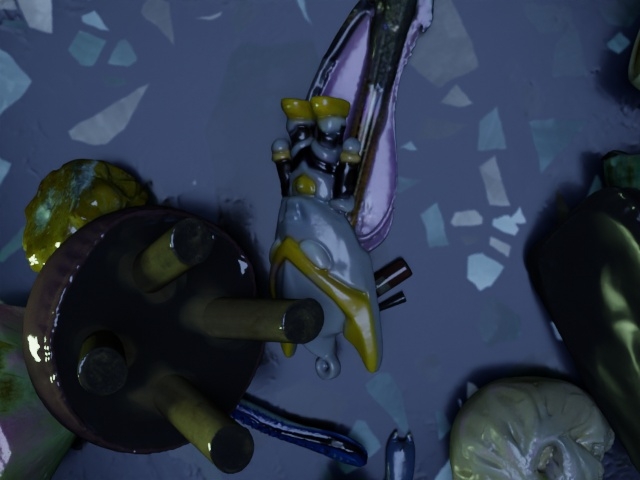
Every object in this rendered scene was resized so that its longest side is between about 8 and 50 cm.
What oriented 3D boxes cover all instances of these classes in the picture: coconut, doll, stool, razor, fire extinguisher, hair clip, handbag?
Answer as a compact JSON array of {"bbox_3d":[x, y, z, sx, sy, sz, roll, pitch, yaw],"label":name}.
[{"bbox_3d":[-0.364,0.187,1.279,0.236,0.236,0.204,-5,128,1],"label":"coconut"},{"bbox_3d":[0.003,0.000,1.281,0.145,0.103,0.316,1,96,22],"label":"doll"},{"bbox_3d":[-0.151,0.100,1.193,0.272,0.178,0.272,-2,94,-30],"label":"stool"},{"bbox_3d":[-0.099,0.204,1.351,0.324,0.093,0.056,14,59,-4],"label":"razor"},{"bbox_3d":[0.066,0.065,1.351,0.100,0.032,0.046,-35,131,6],"label":"fire extinguisher"},{"bbox_3d":[0.048,-0.154,1.320,0.110,0.095,0.359,8,105,-34],"label":"hair clip"},{"bbox_3d":[0.351,0.113,1.237,0.075,0.191,0.332,-13,66,-38],"label":"handbag"},{"bbox_3d":[0.091,0.287,1.364,0.037,0.027,0.125,6,91,0],"label":"doll"}]

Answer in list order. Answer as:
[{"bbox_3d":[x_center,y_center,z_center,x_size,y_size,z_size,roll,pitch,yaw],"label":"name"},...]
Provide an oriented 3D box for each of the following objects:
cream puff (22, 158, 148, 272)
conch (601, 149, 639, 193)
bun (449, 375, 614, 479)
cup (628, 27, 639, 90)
[{"bbox_3d":[-0.259,-0.019,1.306,0.116,0.146,0.146,24,95,-41],"label":"cream puff"},{"bbox_3d":[0.419,-0.051,1.274,0.188,0.122,0.176,-16,139,27],"label":"conch"},{"bbox_3d":[0.243,0.246,1.308,0.193,0.128,0.178,1,93,-1],"label":"bun"},{"bbox_3d":[0.469,-0.237,1.276,0.202,0.255,0.173,21,136,1],"label":"cup"}]
